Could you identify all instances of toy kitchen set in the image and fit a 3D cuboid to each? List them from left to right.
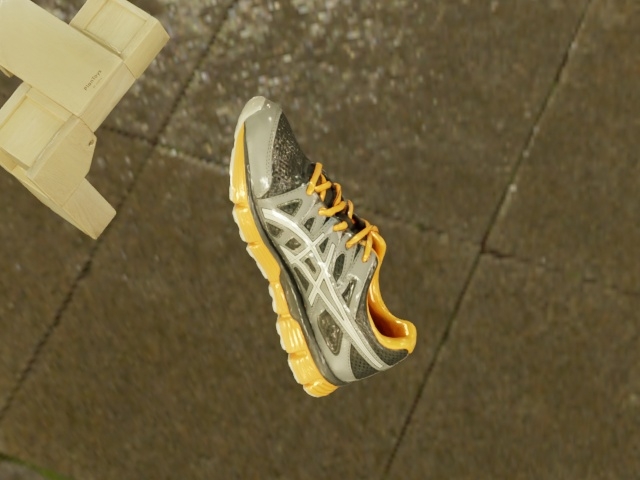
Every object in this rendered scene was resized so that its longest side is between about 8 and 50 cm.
[{"bbox_3d":[-0.109,-0.062,0.673,0.068,0.075,0.083,34,81,22],"label":"toy kitchen set"}]

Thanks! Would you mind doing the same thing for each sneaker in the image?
[{"bbox_3d":[0.000,0.000,1.045,0.083,0.215,0.084,-13,24,17],"label":"sneaker"}]
